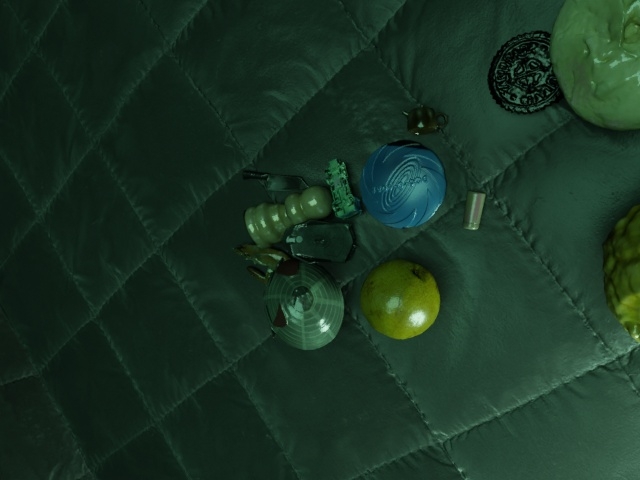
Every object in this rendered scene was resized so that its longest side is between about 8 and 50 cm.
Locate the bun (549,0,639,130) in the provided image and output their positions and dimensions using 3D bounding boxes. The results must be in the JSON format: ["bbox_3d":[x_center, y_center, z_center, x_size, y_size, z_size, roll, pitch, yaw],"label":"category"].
[{"bbox_3d":[0.646,-0.395,0.932,0.361,0.213,0.361,1,95,14],"label":"bun"}]

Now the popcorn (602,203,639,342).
[{"bbox_3d":[0.732,0.038,0.894,0.354,0.344,0.390,24,95,38],"label":"popcorn"}]

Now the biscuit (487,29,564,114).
[{"bbox_3d":[0.488,-0.392,1.114,0.195,0.053,0.194,4,98,26],"label":"biscuit"}]

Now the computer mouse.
[{"bbox_3d":[-0.001,0.002,1.354,0.071,0.231,0.126,-174,85,-68],"label":"computer mouse"}]

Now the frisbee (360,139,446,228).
[{"bbox_3d":[0.216,-0.150,1.288,0.242,0.045,0.242,4,99,24],"label":"frisbee"}]

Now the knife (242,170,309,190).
[{"bbox_3d":[-0.140,-0.180,1.472,0.230,0.028,0.060,9,113,22],"label":"knife"}]

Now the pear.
[{"bbox_3d":[0.210,0.146,1.246,0.209,0.209,0.208,4,99,26],"label":"pear"}]

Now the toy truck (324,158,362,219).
[{"bbox_3d":[0.066,-0.145,1.355,0.067,0.081,0.175,-25,67,26],"label":"toy truck"}]

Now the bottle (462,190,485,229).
[{"bbox_3d":[0.390,-0.077,1.211,0.045,0.045,0.096,11,104,24],"label":"bottle"}]

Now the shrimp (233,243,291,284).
[{"bbox_3d":[-0.186,0.076,1.521,0.236,0.053,0.133,15,124,20],"label":"shrimp"}]

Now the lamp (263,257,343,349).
[{"bbox_3d":[-0.048,0.175,1.352,0.233,0.233,0.265,-13,70,27],"label":"lamp"}]

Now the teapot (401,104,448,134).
[{"bbox_3d":[0.269,-0.315,1.225,0.121,0.076,0.068,0,88,-1],"label":"teapot"}]

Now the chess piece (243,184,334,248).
[{"bbox_3d":[-0.082,-0.079,1.395,0.261,0.143,0.142,-20,88,22],"label":"chess piece"}]
